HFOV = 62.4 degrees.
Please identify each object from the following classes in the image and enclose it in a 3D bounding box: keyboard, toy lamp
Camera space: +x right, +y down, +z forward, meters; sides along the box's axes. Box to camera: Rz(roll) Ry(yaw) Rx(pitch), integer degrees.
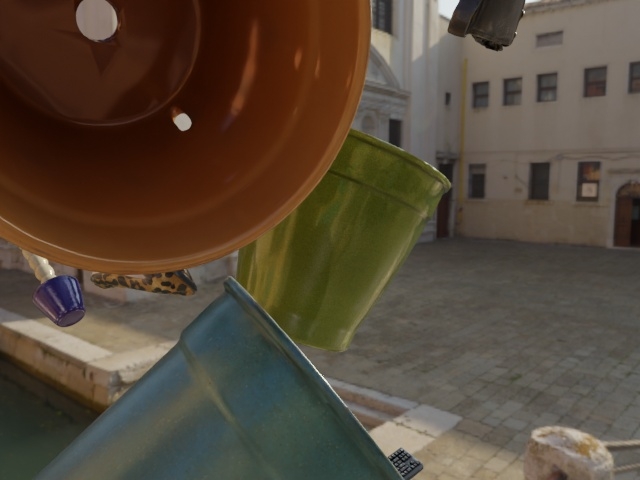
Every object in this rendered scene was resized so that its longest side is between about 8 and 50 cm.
[{"bbox_3d":[0.140,0.529,1.206,0.180,0.023,0.108,-16,24,-39],"label":"keyboard"},{"bbox_3d":[-0.494,0.034,0.923,0.080,0.080,0.275,-9,53,-52],"label":"toy lamp"}]

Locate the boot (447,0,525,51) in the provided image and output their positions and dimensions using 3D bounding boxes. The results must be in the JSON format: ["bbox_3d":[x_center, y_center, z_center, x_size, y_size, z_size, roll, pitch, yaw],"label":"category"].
[{"bbox_3d":[0.212,-0.317,0.545,0.091,0.229,0.263,28,34,28],"label":"boot"}]

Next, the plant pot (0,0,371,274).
[{"bbox_3d":[-0.137,-0.150,0.383,0.291,0.291,0.203,-5,28,-35],"label":"plant pot"}]

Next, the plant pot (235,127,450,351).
[{"bbox_3d":[0.000,0.000,0.978,0.366,0.353,0.366,22,0,0],"label":"plant pot"}]

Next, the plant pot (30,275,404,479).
[{"bbox_3d":[-0.128,0.273,0.580,0.334,0.341,0.341,-38,18,-14],"label":"plant pot"}]

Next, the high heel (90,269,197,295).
[{"bbox_3d":[-0.344,0.083,1.032,0.186,0.093,0.261,34,-31,-9],"label":"high heel"}]
